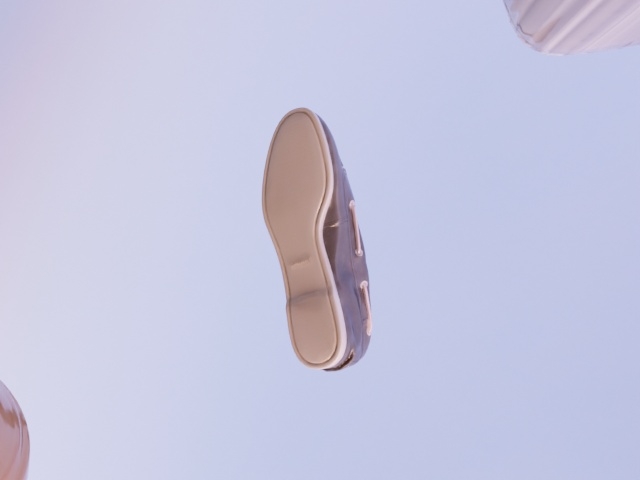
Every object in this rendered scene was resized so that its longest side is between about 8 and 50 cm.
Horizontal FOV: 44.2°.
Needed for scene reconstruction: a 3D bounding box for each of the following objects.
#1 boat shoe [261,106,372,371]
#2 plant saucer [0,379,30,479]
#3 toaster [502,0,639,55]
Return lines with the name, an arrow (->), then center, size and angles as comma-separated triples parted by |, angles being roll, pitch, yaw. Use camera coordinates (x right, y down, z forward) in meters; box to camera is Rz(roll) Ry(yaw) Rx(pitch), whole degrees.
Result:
boat shoe -> 0.000, 0.000, 1.017 | 0.112, 0.095, 0.336 | -12, -101, 31
plant saucer -> -0.237, 0.086, 0.368 | 0.037, 0.199, 0.200 | -69, -152, 20
toaster -> 0.177, -0.173, 0.396 | 0.146, 0.226, 0.129 | 106, -33, -83
